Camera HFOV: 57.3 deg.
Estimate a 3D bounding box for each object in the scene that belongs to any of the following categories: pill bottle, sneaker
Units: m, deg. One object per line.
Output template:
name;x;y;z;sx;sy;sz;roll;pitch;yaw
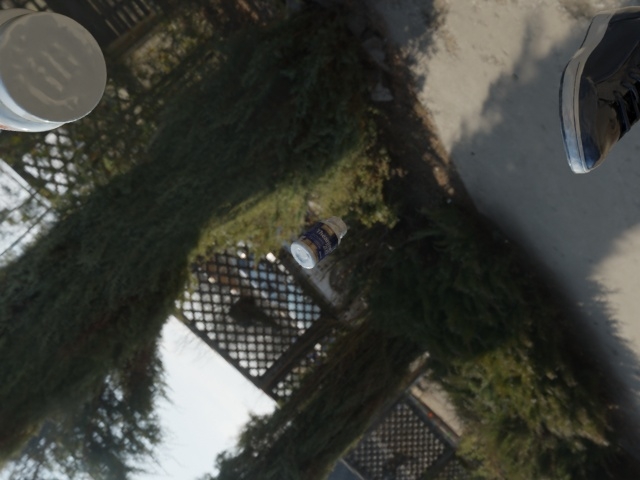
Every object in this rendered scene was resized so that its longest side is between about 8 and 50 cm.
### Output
pill bottle;0.000;0.000;1.240;0.067;0.120;0.067;32;144;27
sneaker;0.323;-0.156;0.544;0.163;0.226;0.086;3;143;42
pill bottle;-0.323;-0.177;0.619;0.221;0.121;0.121;14;151;44
